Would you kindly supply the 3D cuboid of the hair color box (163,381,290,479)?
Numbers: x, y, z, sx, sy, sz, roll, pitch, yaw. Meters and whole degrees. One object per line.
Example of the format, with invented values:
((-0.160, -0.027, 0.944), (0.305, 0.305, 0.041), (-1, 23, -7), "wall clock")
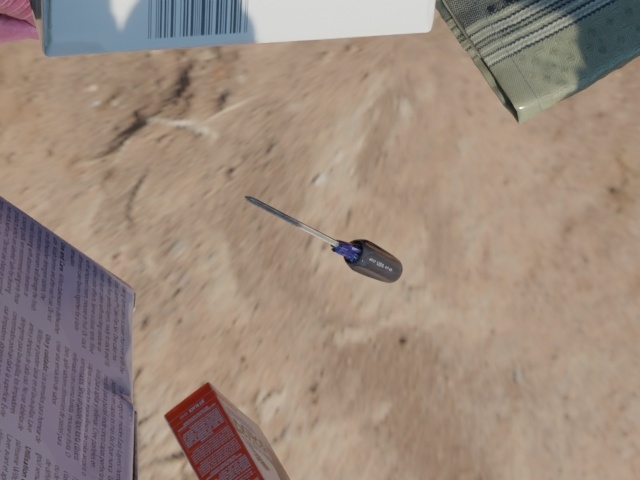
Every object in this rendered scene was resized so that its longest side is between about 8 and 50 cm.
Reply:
((-0.057, 0.205, 1.556), (0.053, 0.093, 0.167), (-37, 49, 4), "hair color box")

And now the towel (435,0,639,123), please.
((0.210, -0.286, 1.527), (0.324, 0.056, 0.312), (-28, 74, -7), "towel")

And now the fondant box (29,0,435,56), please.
((-0.080, -0.242, 1.212), (0.238, 0.330, 0.096), (-5, 127, -13), "fondant box")

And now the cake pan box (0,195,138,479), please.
((-0.182, 0.043, 0.730), (0.245, 0.267, 0.070), (34, 113, -24), "cake pan box")

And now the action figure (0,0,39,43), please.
((-0.273, -0.256, 1.665), (0.248, 0.370, 0.276), (-55, 48, 25), "action figure")

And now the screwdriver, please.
((0.000, 0.000, 1.277), (0.025, 0.170, 0.024), (-47, 50, 20), "screwdriver")
